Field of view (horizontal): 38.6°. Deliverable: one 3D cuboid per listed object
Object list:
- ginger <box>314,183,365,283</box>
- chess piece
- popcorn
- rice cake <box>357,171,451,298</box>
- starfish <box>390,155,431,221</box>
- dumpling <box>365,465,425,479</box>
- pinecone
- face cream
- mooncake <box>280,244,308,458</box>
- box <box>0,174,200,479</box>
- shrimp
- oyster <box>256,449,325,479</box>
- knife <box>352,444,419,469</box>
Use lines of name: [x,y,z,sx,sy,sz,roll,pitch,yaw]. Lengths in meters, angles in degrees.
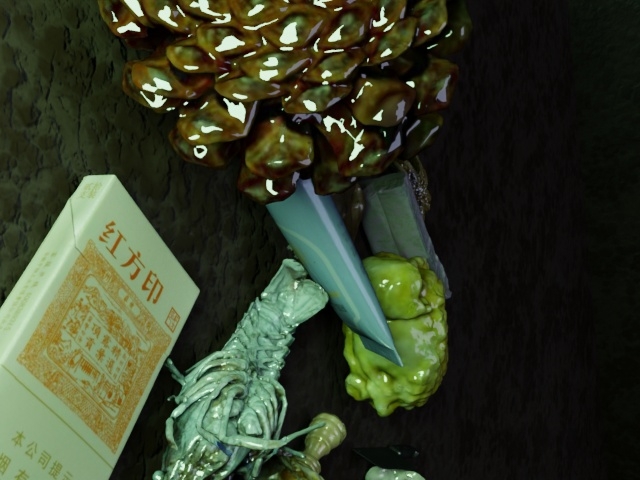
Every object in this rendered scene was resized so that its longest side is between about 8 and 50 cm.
ginger: [0.007,-0.077,1.362,0.166,0.080,0.333,-45,127,-36]
chess piece: [-0.023,0.329,1.339,0.172,0.060,0.060,-49,132,-46]
popcorn: [0.125,0.133,1.493,0.225,0.173,0.286,-66,153,-62]
rice cake: [0.141,0.004,1.591,0.050,0.106,0.298,-77,151,-42]
starfish: [0.159,-0.089,1.665,0.146,0.074,0.190,44,51,-47]
dumpling: [0.153,0.494,1.567,0.151,0.124,0.229,-4,70,-26]
pinecone: [-0.031,-0.222,0.997,0.397,0.397,0.398,-2,92,-62]
face cream: [0.000,0.000,1.242,0.086,0.135,0.385,-32,104,-14]
mooncake: [-0.038,0.164,1.304,0.150,0.057,0.347,-4,87,-32]
box: [-0.250,0.134,0.911,0.205,0.051,0.365,61,40,-43]
shrimp: [-0.094,0.186,1.114,0.221,0.166,0.410,42,30,-12]
oyster: [-0.063,0.435,1.170,0.198,0.133,0.337,-109,-144,-80]
knife: [0.134,0.389,1.628,0.019,0.072,0.245,-62,151,4]
